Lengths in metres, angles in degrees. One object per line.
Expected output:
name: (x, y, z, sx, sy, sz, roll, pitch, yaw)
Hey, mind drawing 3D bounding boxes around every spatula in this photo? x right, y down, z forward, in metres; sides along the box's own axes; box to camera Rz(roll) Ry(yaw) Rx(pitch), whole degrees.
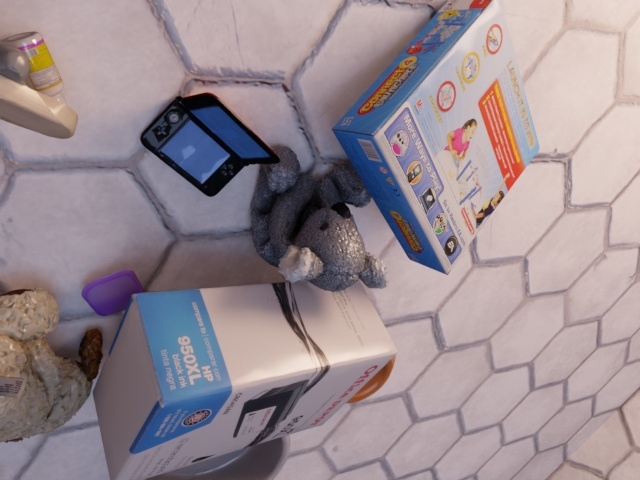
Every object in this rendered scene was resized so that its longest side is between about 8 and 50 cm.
spatula: (-0.306, 0.162, 0.854, 0.084, 0.030, 0.297, -21, 128, -13)

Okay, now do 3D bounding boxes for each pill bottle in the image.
pill bottle: (-0.331, -0.196, 0.594, 0.043, 0.043, 0.083, -21, 128, -14)

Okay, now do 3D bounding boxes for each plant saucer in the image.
plant saucer: (0.085, 0.296, 1.141, 0.199, 0.037, 0.200, -13, 126, -19)

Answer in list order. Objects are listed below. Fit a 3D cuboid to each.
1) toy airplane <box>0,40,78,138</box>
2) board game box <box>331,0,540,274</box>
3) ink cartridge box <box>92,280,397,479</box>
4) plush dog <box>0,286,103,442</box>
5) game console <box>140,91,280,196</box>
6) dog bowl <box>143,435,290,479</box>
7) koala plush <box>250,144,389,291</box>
toy airplane: (-0.440, -0.190, 0.395, 0.384, 0.273, 0.386, -5, 157, -10)
board game box: (0.203, -0.158, 0.801, 0.302, 0.086, 0.308, -50, 131, -16)
ink cartridge box: (-0.119, 0.211, 0.813, 0.394, 0.166, 0.285, -2, 141, -38)
plush dog: (-0.436, 0.223, 0.747, 0.262, 0.211, 0.225, -37, 157, 2)
game console: (-0.153, -0.125, 0.706, 0.124, 0.085, 0.144, -44, 129, 5)
dog bowl: (-0.219, 0.424, 1.028, 0.348, 0.102, 0.349, -14, 126, -20)
koala plush: (0.000, 0.000, 0.779, 0.196, 0.221, 0.203, 9, 116, -32)
